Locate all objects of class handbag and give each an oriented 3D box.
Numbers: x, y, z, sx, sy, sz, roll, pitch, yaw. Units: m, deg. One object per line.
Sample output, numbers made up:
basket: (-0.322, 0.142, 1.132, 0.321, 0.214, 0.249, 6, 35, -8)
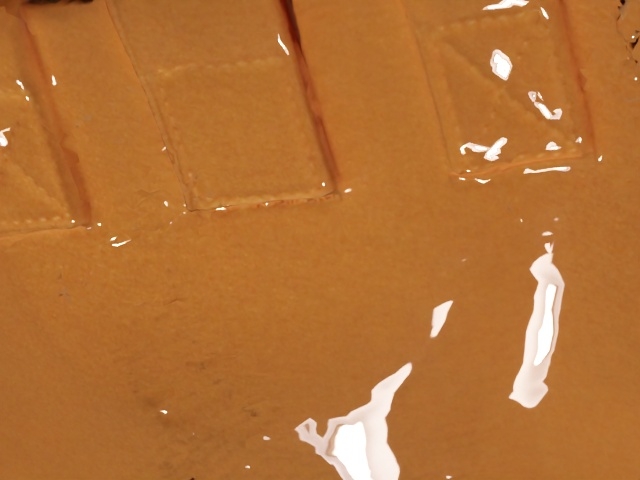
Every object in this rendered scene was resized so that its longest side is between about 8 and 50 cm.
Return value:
handbag: (0.000, 0.000, 0.807, 0.116, 0.410, 0.303, -57, -45, -54)
